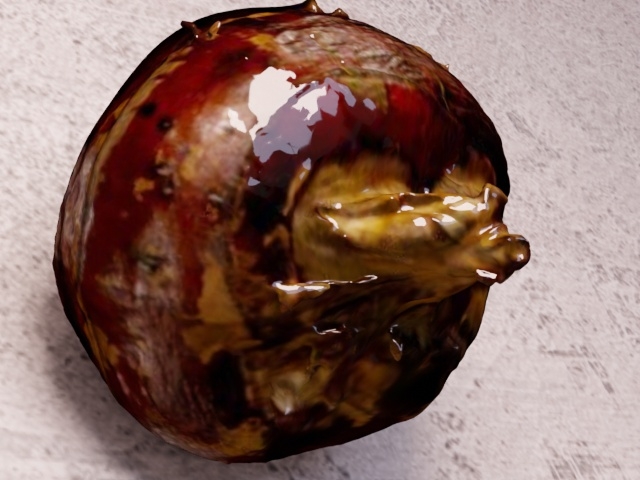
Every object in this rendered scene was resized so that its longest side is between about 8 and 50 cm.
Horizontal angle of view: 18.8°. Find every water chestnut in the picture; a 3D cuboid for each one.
[{"bbox_3d":[0.000,0.000,1.315,0.335,0.335,0.347,2,13,-46],"label":"water chestnut"}]
